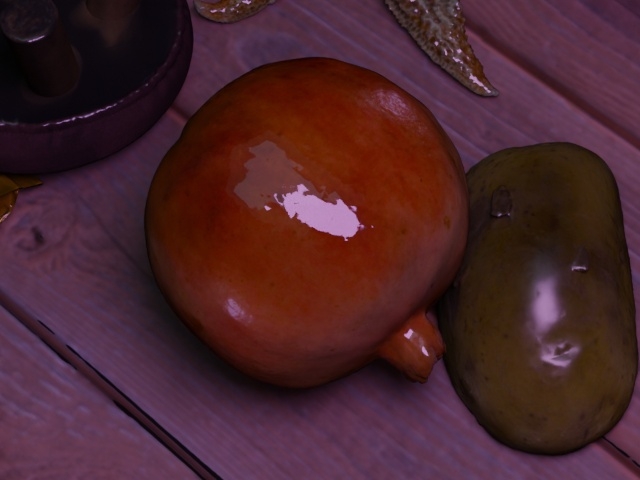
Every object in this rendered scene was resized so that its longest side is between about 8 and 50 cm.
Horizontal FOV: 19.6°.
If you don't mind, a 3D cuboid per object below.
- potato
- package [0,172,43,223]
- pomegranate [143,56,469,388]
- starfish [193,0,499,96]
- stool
[{"bbox_3d":[0.172,0.027,1.458,0.160,0.111,0.272,-1,64,3],"label":"potato"},{"bbox_3d":[-0.306,-0.031,1.568,0.071,0.047,0.131,39,75,24],"label":"package"},{"bbox_3d":[0.000,0.000,1.426,0.270,0.229,0.252,41,67,13],"label":"pomegranate"},{"bbox_3d":[0.079,-0.299,1.652,0.358,0.078,0.347,6,62,9],"label":"starfish"},{"bbox_3d":[-0.247,-0.210,1.563,0.272,0.178,0.272,-1,56,2],"label":"stool"}]
